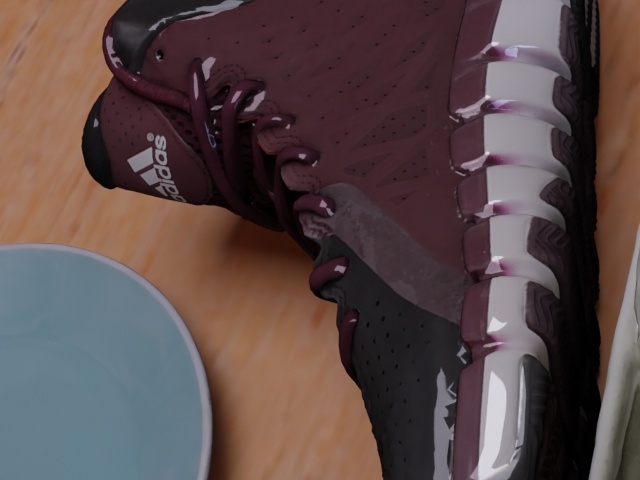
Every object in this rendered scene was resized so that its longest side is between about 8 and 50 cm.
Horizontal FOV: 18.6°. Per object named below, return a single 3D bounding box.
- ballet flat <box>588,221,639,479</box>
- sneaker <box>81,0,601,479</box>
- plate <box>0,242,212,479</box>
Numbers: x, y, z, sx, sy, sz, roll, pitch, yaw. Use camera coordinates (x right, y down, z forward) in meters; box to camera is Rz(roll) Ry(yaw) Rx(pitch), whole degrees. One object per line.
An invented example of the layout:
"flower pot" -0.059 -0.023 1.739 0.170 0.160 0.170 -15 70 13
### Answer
"ballet flat" 0.119 0.056 0.488 0.139 0.139 0.400 4 59 27
"sneaker" 0.000 0.000 0.591 0.162 0.106 0.281 -3 48 13
"plate" -0.118 0.085 0.646 0.188 0.024 0.188 -13 53 18
